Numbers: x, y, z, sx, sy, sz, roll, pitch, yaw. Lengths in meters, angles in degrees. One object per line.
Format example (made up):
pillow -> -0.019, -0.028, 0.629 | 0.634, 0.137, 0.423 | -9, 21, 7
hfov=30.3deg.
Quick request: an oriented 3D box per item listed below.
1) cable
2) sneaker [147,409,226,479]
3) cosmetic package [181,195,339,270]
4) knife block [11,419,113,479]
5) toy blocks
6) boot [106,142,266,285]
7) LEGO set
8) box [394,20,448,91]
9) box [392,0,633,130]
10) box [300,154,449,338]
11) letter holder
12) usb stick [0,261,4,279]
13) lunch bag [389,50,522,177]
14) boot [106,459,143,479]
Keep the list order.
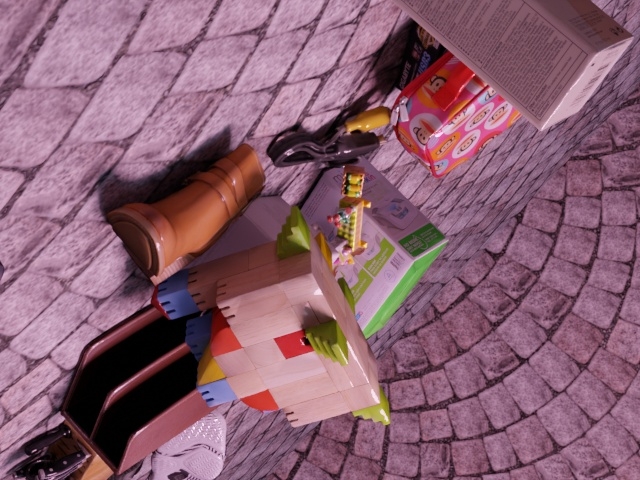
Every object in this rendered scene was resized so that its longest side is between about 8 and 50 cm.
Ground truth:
cable -> 0.004, -0.159, 1.906 | 0.287, 0.072, 0.139 | -12, 163, -43
sneaker -> -0.265, 0.404, 2.371 | 0.210, 0.137, 0.365 | -82, -169, -49
cosmetic package -> -0.097, 0.033, 1.903 | 0.151, 0.151, 0.184 | -51, 164, 18
knife block -> -0.396, 0.344, 2.056 | 0.276, 0.088, 0.242 | -42, 165, -7
toy blocks -> -0.083, 0.153, 1.759 | 0.261, 0.190, 0.381 | -18, 128, 12
boot -> -0.164, -0.046, 1.595 | 0.220, 0.109, 0.283 | -41, 167, -10
LEGO set -> 0.000, 0.000, 2.009 | 0.107, 0.132, 0.287 | -38, 176, -47
box -> 0.267, -0.385, 1.912 | 0.295, 0.073, 0.293 | -37, 165, -21
box -> 0.247, -0.310, 1.600 | 0.121, 0.311, 0.148 | -27, 157, -49
box -> 0.059, 0.023, 2.137 | 0.127, 0.231, 0.262 | -28, 157, -47
letter holder -> -0.253, 0.211, 1.973 | 0.302, 0.152, 0.214 | -31, 158, -42
usb stick -> -0.416, 0.023, 1.243 | 0.077, 0.045, 0.278 | -44, 165, -2
lunch bag -> 0.247, -0.245, 1.879 | 0.293, 0.120, 0.258 | -42, 164, -1
boot -> -0.377, 0.414, 2.361 | 0.246, 0.083, 0.161 | -55, 174, 31
